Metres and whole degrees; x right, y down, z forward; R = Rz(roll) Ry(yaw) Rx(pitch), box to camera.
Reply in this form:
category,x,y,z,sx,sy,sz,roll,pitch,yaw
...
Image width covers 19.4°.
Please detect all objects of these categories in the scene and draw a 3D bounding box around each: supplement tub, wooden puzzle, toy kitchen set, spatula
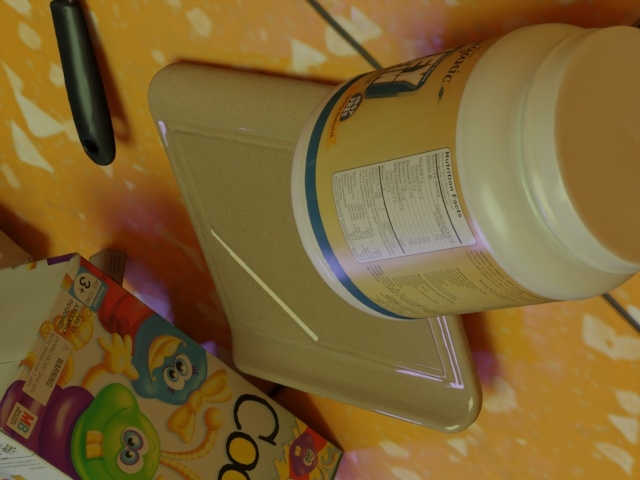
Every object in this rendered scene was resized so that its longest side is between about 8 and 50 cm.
category,x,y,z,sx,sy,sz,roll,pitch,yaw
supplement tub,0.095,-0.035,0.999,0.200,0.144,0.144,-11,116,50
wooden puzzle,0.000,0.000,1.228,0.221,0.044,0.238,13,128,39
toy kitchen set,-0.130,0.050,1.417,0.083,0.075,0.068,15,160,-27
spatula,-0.183,-0.177,1.249,0.084,0.030,0.296,12,132,36

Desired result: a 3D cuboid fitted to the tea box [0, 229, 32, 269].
category,x,y,z,sx,sy,sz,roll,pitch,yaw
tea box,-0.426,0.131,1.530,0.220,0.329,0.323,39,144,22

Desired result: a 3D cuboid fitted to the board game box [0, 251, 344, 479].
category,x,y,z,sx,sy,sz,roll,pitch,yaw
board game box,-0.141,0.148,1.345,0.144,0.142,0.275,-11,138,47
